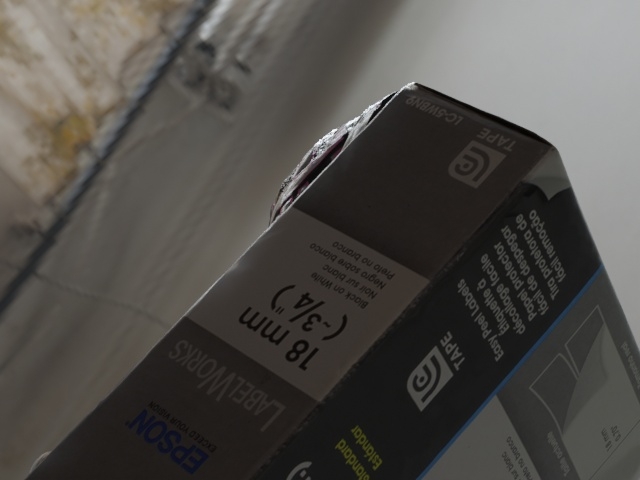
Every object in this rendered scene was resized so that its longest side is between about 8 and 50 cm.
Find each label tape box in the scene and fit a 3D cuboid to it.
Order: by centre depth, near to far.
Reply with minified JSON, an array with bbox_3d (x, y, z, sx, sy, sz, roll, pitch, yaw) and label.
[{"bbox_3d":[0.004,0.129,0.830,0.333,0.240,0.106,-47,-133,-15],"label":"label tape box"}]

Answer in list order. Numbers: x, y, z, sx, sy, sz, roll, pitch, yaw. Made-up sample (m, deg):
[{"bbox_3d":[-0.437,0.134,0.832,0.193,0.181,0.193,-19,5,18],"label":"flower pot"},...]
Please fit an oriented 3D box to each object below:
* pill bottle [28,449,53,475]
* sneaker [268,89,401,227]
[{"bbox_3d":[-0.165,0.185,1.377,0.120,0.067,0.067,-19,-130,36],"label":"pill bottle"},{"bbox_3d":[0.000,0.000,0.953,0.077,0.072,0.178,-17,-151,49],"label":"sneaker"}]
